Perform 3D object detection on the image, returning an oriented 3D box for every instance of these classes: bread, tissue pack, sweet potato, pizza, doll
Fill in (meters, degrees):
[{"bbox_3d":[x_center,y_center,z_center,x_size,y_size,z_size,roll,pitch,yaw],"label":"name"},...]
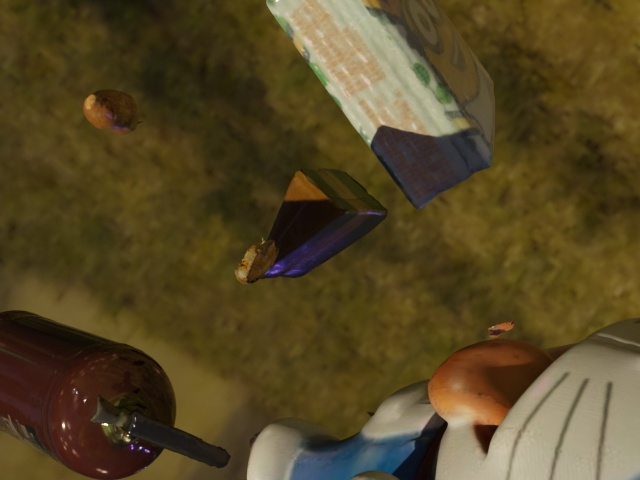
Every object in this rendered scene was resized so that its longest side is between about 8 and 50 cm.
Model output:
[{"bbox_3d":[-0.002,0.004,1.647,0.074,0.139,0.084,2,-148,-43],"label":"bread"},{"bbox_3d":[0.074,-0.223,1.812,0.311,0.128,0.228,51,-158,-22],"label":"tissue pack"},{"bbox_3d":[-0.253,-0.158,1.979,0.056,0.056,0.195,35,-179,11],"label":"sweet potato"},{"bbox_3d":[-0.052,0.016,1.294,0.016,0.037,0.083,25,-159,12],"label":"pizza"},{"bbox_3d":[0.092,0.105,0.671,0.215,0.161,0.257,-10,-175,-44],"label":"doll"}]

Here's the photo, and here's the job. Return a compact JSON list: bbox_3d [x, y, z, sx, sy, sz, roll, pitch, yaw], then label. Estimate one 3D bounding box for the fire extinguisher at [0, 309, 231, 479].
[{"bbox_3d":[-0.204,0.138,1.371,0.135,0.114,0.337,23,173,-29],"label":"fire extinguisher"}]
